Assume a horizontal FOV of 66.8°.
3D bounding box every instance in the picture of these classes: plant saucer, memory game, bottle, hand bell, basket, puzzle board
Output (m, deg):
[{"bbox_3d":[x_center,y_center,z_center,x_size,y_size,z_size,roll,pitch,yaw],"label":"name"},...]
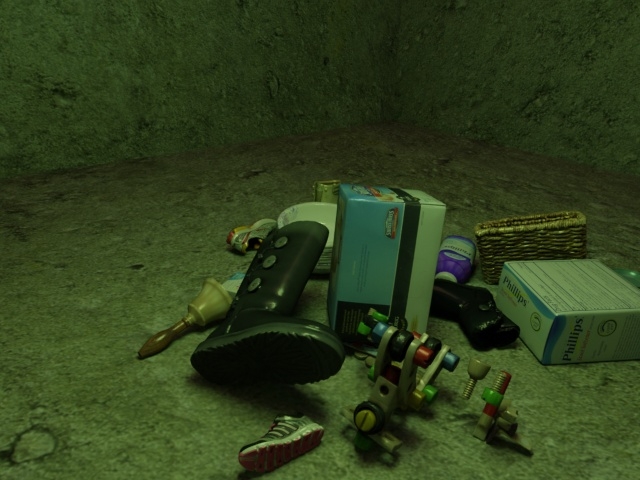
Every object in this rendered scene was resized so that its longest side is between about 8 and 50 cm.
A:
[{"bbox_3d":[0.964,0.124,1.525,0.119,0.021,0.119,2,25,-1],"label":"plant saucer"},{"bbox_3d":[0.168,0.262,1.190,0.186,0.012,0.186,1,25,-1],"label":"memory game"},{"bbox_3d":[0.411,0.075,1.513,0.118,0.092,0.283,17,29,18],"label":"bottle"},{"bbox_3d":[-0.342,0.207,1.200,0.126,0.126,0.242,22,43,37],"label":"hand bell"},{"bbox_3d":[0.625,-0.024,1.457,0.299,0.223,0.213,-7,39,24],"label":"basket"},{"bbox_3d":[0.108,0.241,1.204,0.128,0.011,0.096,16,29,29],"label":"puzzle board"}]

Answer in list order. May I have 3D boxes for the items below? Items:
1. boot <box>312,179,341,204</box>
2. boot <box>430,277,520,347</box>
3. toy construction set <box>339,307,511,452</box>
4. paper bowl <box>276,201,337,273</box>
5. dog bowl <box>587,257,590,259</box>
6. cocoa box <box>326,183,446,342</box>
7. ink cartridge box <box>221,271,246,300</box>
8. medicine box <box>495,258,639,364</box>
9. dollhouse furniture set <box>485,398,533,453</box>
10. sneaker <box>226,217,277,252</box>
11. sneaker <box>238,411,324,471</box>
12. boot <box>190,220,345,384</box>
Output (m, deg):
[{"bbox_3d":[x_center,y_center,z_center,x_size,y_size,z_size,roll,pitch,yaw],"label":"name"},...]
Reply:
[{"bbox_3d":[-0.018,-0.106,1.748,0.262,0.204,0.095,-21,33,-39],"label":"boot"},{"bbox_3d":[0.368,0.187,1.264,0.246,0.094,0.207,6,21,-5],"label":"boot"},{"bbox_3d":[0.186,0.307,0.945,0.308,0.237,0.257,23,-2,7],"label":"toy construction set"},{"bbox_3d":[0.000,0.000,1.567,0.284,0.148,0.284,2,31,-1],"label":"paper bowl"},{"bbox_3d":[0.742,0.074,1.561,0.166,0.074,0.297,-15,29,-31],"label":"dog bowl"},{"bbox_3d":[0.145,0.051,1.203,0.227,0.347,0.231,5,15,-4],"label":"cocoa box"},{"bbox_3d":[-0.178,0.152,1.348,0.181,0.062,0.104,11,27,19],"label":"ink cartridge box"},{"bbox_3d":[0.650,0.173,1.250,0.289,0.149,0.263,-2,25,-6],"label":"medicine box"},{"bbox_3d":[0.389,0.351,0.946,0.081,0.091,0.114,28,30,17],"label":"dollhouse furniture set"},{"bbox_3d":[-0.217,-0.008,1.694,0.092,0.088,0.225,40,41,23],"label":"sneaker"},{"bbox_3d":[-0.080,0.365,0.896,0.170,0.063,0.075,-9,27,-33],"label":"sneaker"},{"bbox_3d":[-0.059,0.116,1.137,0.367,0.146,0.445,-9,30,28],"label":"boot"}]
